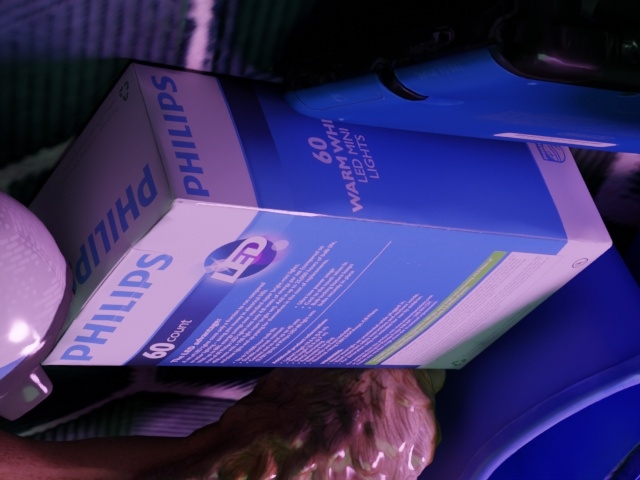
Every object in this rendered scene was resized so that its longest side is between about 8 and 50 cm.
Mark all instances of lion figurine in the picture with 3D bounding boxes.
[{"bbox_3d":[-0.128,0.152,0.820,0.392,0.142,0.240,-7,148,-17],"label":"lion figurine"}]

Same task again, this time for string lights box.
[{"bbox_3d":[0.000,0.000,0.687,0.259,0.077,0.133,5,144,-38],"label":"string lights box"}]

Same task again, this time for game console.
[{"bbox_3d":[0.164,-0.136,0.598,0.293,0.173,0.250,3,176,-34],"label":"game console"}]

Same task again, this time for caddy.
[{"bbox_3d":[0.178,0.108,0.882,0.241,0.179,0.341,-8,151,-17],"label":"caddy"}]

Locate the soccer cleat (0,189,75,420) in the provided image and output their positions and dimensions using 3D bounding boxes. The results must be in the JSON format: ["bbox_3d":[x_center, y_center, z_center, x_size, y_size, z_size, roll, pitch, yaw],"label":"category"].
[{"bbox_3d":[-0.259,0.048,0.610,0.331,0.116,0.143,-26,127,23],"label":"soccer cleat"}]
